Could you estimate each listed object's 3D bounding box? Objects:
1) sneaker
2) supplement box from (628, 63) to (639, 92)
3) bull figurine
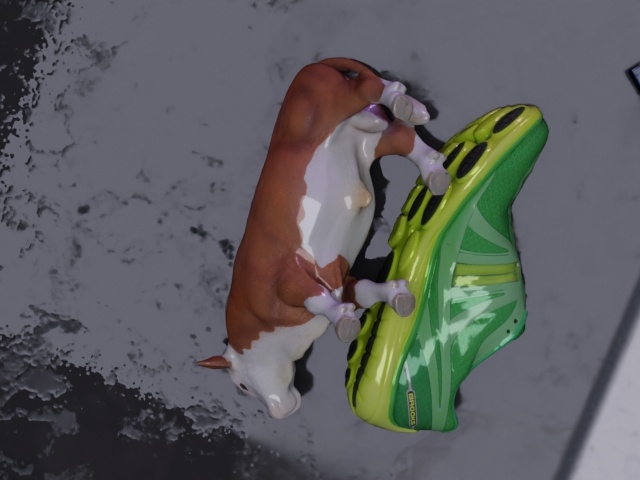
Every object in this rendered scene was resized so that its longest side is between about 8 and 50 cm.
[{"bbox_3d":[0.121,0.025,1.555,0.124,0.109,0.295,22,96,-18],"label":"sneaker"},{"bbox_3d":[0.311,-0.125,1.532,0.083,0.056,0.083,-30,91,8],"label":"supplement box"},{"bbox_3d":[0.000,0.000,1.525,0.188,0.101,0.310,10,89,49],"label":"bull figurine"}]
